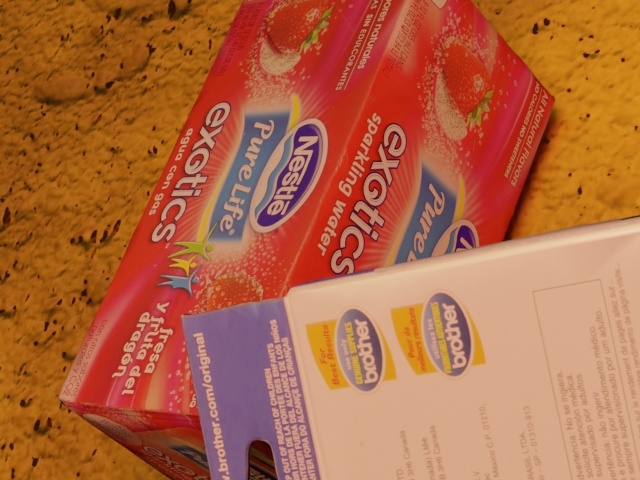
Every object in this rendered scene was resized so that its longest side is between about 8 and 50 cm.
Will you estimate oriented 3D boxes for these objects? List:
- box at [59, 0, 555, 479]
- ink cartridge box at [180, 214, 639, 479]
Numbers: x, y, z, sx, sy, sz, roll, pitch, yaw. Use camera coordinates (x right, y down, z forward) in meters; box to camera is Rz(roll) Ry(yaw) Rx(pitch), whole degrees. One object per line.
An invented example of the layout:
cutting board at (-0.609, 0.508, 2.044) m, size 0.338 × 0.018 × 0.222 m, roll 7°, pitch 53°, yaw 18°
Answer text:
box at (0.000, 0.000, 0.921) m, size 0.123 × 0.128 × 0.257 m, roll 1°, pitch 59°, yaw 43°
ink cartridge box at (0.107, 0.088, 0.756) m, size 0.311 × 0.065 × 0.185 m, roll -12°, pitch 91°, yaw 19°
